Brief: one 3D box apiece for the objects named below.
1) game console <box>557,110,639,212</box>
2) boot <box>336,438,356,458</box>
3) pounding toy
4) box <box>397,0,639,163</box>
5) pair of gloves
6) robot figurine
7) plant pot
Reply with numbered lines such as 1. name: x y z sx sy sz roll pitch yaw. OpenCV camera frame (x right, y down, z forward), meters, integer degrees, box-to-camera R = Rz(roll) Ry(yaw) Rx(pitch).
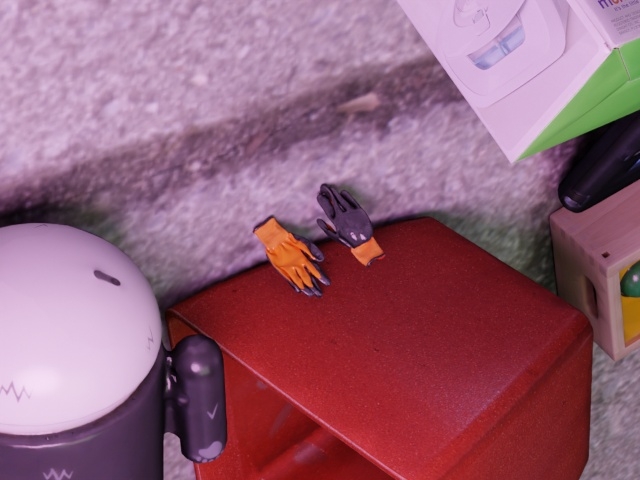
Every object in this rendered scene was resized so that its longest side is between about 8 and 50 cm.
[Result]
1. game console: 0.363 -0.153 1.514 0.342 0.060 0.386 -34 172 -13
2. boot: 0.014 0.226 1.722 0.114 0.037 0.106 -48 142 12
3. pounding toy: 0.317 0.013 1.740 0.206 0.094 0.181 -30 139 -15
4. box: 0.167 -0.205 1.201 0.262 0.231 0.127 -24 162 -38
5. pair of gloves: 0.000 0.000 1.475 0.083 0.074 0.010 -31 160 -16
6. robot figurine: -0.190 0.117 1.344 0.209 0.173 0.278 -30 140 -33
7. plant pot: 0.067 0.139 1.531 0.236 0.267 0.267 -37 143 -27
